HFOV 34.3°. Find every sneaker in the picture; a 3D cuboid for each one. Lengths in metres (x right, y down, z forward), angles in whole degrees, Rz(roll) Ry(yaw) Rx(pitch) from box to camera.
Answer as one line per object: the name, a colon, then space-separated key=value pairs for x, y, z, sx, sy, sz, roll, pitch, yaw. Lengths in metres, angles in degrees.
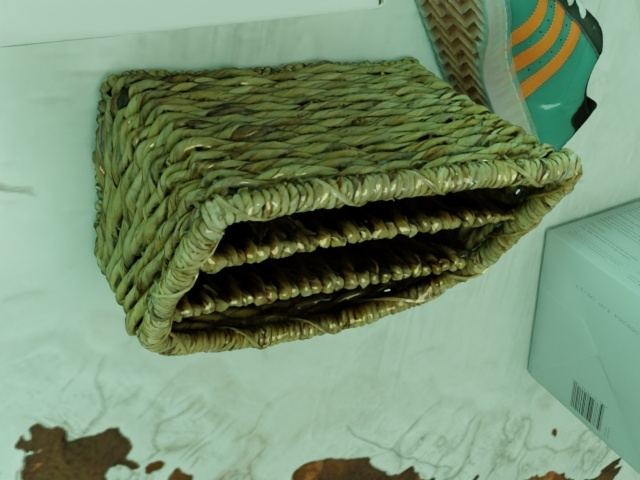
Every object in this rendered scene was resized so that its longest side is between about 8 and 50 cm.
sneaker: x=0.158 y=-0.184 z=0.843 sx=0.121 sy=0.108 sz=0.302 roll=-36 pitch=139 yaw=-9

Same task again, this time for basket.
basket: x=0.000 y=0.000 z=0.775 sx=0.299 sy=0.223 sz=0.213 roll=-8 pitch=122 yaw=-29

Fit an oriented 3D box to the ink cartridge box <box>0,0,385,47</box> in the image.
ink cartridge box: x=-0.109 y=-0.204 z=0.535 sx=0.198 sy=0.273 sz=0.115 roll=-12 pitch=124 yaw=-23

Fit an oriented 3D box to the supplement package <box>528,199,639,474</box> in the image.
supplement package: x=0.392 y=0.081 z=1.090 sx=0.262 sy=0.199 sz=0.198 roll=-16 pitch=126 yaw=-24
